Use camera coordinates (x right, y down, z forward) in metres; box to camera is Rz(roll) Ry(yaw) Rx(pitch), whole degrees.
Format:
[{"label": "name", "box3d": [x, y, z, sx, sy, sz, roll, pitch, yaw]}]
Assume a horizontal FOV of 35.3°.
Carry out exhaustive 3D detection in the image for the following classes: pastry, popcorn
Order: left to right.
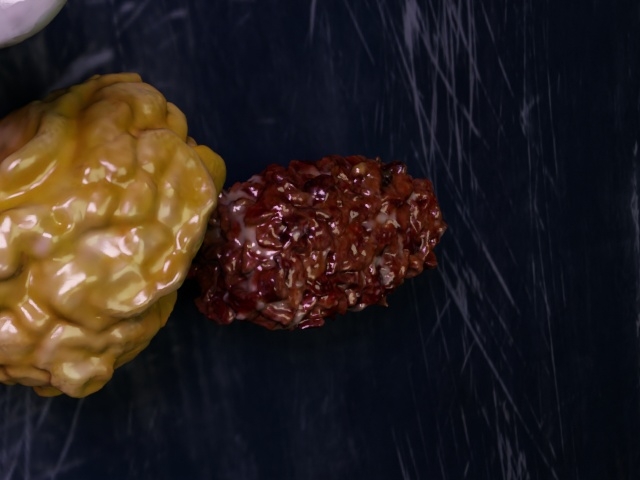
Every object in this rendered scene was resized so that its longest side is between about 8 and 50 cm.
[{"label": "popcorn", "box3d": [-0.139, 0.005, 0.563, 0.194, 0.140, 0.163, -38, 117, -35]}, {"label": "pastry", "box3d": [0.000, -0.002, 0.735, 0.208, 0.097, 0.115, -20, 116, -43]}]

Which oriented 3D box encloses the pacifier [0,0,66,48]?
[{"label": "pacifier", "box3d": [-0.186, -0.139, 0.442, 0.227, 0.207, 0.279, 12, 87, -61]}]
